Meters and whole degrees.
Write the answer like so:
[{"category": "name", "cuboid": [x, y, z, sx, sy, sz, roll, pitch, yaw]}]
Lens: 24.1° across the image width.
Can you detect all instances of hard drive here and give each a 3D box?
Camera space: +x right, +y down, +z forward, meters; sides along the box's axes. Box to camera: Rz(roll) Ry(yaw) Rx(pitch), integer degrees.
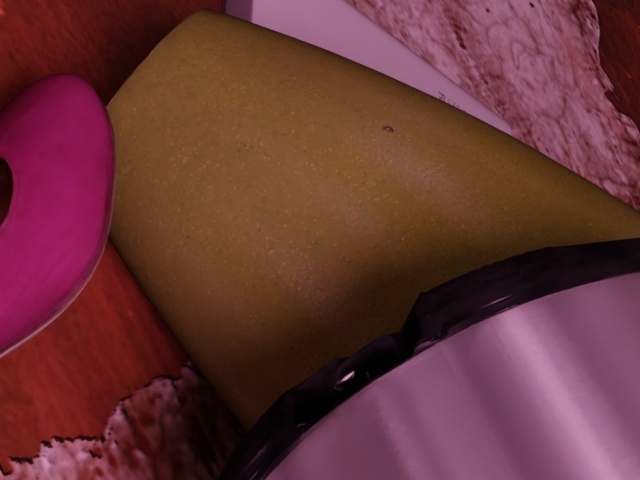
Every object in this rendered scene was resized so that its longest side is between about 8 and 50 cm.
[{"category": "hard drive", "cuboid": [0.046, -0.088, 1.204, 0.307, 0.040, 0.203, 31, 44, -33]}]

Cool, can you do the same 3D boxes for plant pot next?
[{"category": "plant pot", "cuboid": [0.000, 0.000, 0.932, 0.293, 0.275, 0.275, 39, 37, 0]}]

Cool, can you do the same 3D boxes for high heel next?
[{"category": "high heel", "cuboid": [-0.220, 0.011, 0.740, 0.181, 0.127, 0.377, 41, 39, -29]}]

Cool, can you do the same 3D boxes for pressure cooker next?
[{"category": "pressure cooker", "cuboid": [0.161, 0.257, 0.656, 0.370, 0.375, 0.420, 57, 5, -49]}]
